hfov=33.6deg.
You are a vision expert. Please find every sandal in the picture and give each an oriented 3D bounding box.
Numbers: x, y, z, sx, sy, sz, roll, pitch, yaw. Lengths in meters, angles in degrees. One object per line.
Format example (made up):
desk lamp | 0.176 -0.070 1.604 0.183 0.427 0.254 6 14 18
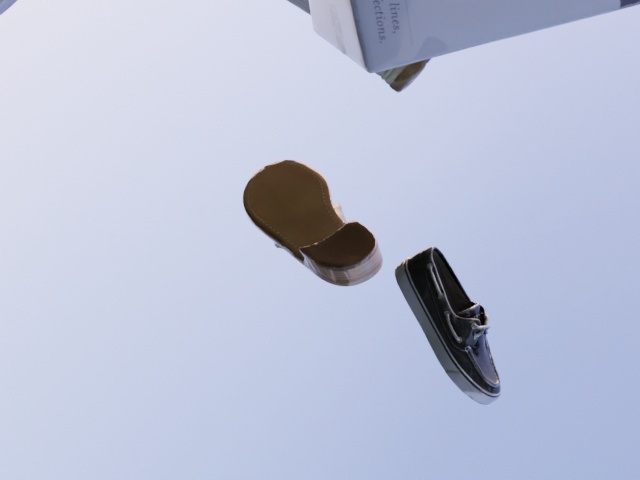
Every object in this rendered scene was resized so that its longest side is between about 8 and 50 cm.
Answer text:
sandal | -0.006 0.003 1.033 0.088 0.079 0.240 -27 -148 -12

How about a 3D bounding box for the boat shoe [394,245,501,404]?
boat shoe | 0.179 0.111 1.371 0.070 0.219 0.078 -32 -179 33

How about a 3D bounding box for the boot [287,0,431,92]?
boot | 0.049 -0.238 0.818 0.213 0.165 0.077 -59 -174 -24

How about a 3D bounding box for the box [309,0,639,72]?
box | 0.077 -0.209 0.581 0.181 0.181 0.119 -16 -155 -10

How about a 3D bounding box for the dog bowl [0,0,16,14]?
dog bowl | -0.262 -0.220 0.534 0.104 0.265 0.265 7 -110 51
